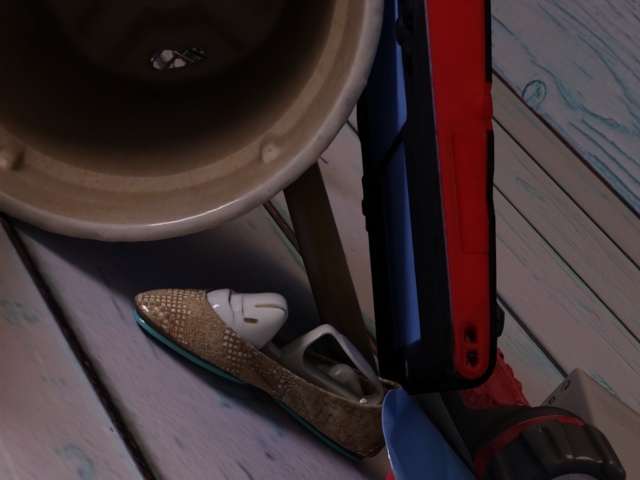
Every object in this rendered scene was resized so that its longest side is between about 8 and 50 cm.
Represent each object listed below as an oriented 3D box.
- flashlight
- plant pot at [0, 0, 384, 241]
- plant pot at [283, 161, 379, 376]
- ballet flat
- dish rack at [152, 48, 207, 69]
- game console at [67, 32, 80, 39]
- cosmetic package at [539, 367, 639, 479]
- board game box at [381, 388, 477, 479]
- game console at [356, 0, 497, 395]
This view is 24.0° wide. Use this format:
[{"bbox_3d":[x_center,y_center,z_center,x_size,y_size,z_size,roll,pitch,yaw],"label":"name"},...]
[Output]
[{"bbox_3d":[0.141,0.117,1.179,0.304,0.103,0.103,-112,-177,-56],"label":"flashlight"},{"bbox_3d":[-0.127,-0.198,1.082,0.334,0.334,0.305,37,12,-9],"label":"plant pot"},{"bbox_3d":[0.000,0.000,1.150,0.236,0.032,0.236,-15,90,-90],"label":"plant pot"},{"bbox_3d":[-0.027,0.073,1.013,0.206,0.067,0.073,33,16,-23],"label":"ballet flat"},{"bbox_3d":[-0.134,-0.196,1.488,0.208,0.074,0.271,47,13,31],"label":"dish rack"},{"bbox_3d":[-0.217,-0.158,1.327,0.124,0.085,0.144,7,18,-1],"label":"game console"},{"bbox_3d":[0.241,0.208,1.231,0.117,0.085,0.231,37,18,-9],"label":"cosmetic package"},{"bbox_3d":[0.073,0.179,0.995,0.168,0.033,0.133,52,19,-28],"label":"board game box"},{"bbox_3d":[0.062,-0.066,1.038,0.060,0.341,0.386,0,-7,-3],"label":"game console"}]
